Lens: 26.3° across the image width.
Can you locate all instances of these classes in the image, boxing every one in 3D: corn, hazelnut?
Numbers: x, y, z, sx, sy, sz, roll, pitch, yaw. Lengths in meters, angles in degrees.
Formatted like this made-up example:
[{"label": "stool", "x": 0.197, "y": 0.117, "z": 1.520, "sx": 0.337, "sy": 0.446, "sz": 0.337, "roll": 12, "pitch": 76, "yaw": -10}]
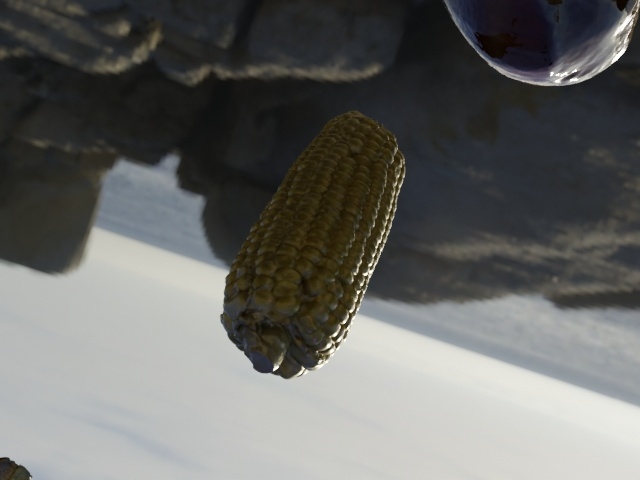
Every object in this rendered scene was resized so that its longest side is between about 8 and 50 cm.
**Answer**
[{"label": "corn", "x": 0.000, "y": 0.000, "z": 1.317, "sx": 0.130, "sy": 0.347, "sz": 0.130, "roll": 13, "pitch": 133, "yaw": 14}, {"label": "hazelnut", "x": 0.211, "y": -0.269, "z": 1.314, "sx": 0.229, "sy": 0.229, "sz": 0.229, "roll": 18, "pitch": 177, "yaw": 1}]

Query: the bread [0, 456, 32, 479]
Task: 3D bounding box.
[{"label": "bread", "x": -0.259, "y": 0.210, "z": 1.038, "sx": 0.043, "sy": 0.109, "sz": 0.062, "roll": 37, "pitch": 175, "yaw": -6}]
